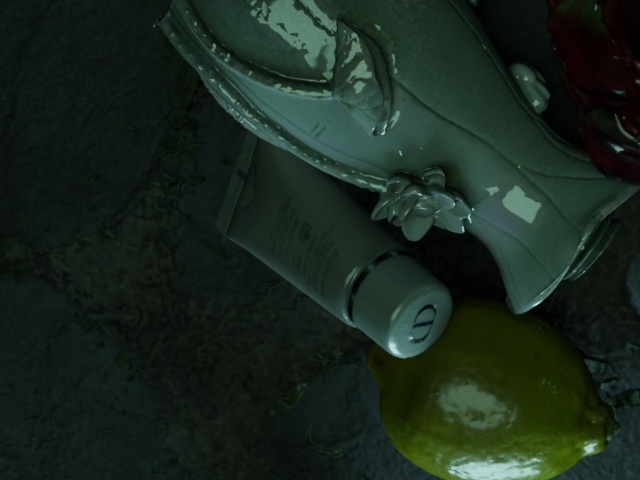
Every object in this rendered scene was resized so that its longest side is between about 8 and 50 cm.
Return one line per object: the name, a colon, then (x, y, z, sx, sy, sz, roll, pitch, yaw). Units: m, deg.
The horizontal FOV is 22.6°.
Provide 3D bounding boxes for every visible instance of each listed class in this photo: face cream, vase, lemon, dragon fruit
face cream: (0.000, 0.000, 1.540, 0.314, 0.089, 0.143, 39, 120, 39)
vase: (0.083, -0.132, 1.464, 0.445, 0.250, 0.250, 40, 112, 0)
lemon: (0.163, 0.148, 1.539, 0.248, 0.184, 0.184, 19, 110, 7)
dragon fruit: (0.336, -0.179, 1.315, 0.329, 0.329, 0.329, 5, 106, 16)
